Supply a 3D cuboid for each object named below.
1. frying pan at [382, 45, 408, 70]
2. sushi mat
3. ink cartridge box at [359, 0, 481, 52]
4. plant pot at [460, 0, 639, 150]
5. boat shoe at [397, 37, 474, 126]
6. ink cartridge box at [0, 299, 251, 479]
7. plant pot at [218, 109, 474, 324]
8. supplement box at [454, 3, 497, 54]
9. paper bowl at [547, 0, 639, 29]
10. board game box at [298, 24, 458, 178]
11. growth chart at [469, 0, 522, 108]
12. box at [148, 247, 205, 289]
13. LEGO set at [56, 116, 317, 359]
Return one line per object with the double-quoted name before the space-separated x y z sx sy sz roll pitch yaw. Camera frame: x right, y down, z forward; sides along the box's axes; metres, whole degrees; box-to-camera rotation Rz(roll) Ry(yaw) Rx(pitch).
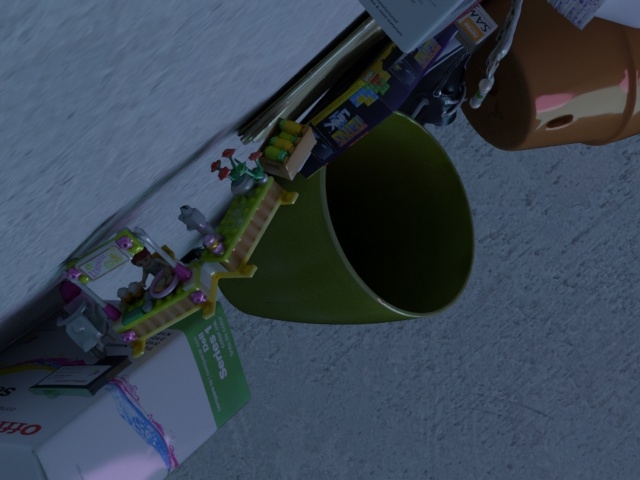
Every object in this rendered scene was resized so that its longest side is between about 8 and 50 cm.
"frying pan" 0.188 -0.283 1.292 0.326 0.053 0.197 -50 177 -16
"sushi mat" 0.052 -0.200 1.367 0.316 0.019 0.151 -41 177 13
"ink cartridge box" 0.121 -0.234 1.087 0.175 0.072 0.127 -42 177 36
"plant pot" 0.315 -0.251 2.043 0.204 0.290 0.291 -23 171 -23
"boat shoe" 0.155 -0.207 2.011 0.108 0.102 0.301 -39 178 -42
"ink cartridge box" -0.231 0.166 1.364 0.201 0.117 0.278 -1 -156 35
"plant pot" 0.000 0.000 1.906 0.294 0.274 0.275 -21 -167 42
"supplement box" 0.179 -0.265 1.773 0.036 0.062 0.098 -40 179 1
"paper bowl" 0.382 -0.357 1.668 0.284 0.148 0.284 -49 178 -2
"board game box" 0.049 -0.150 1.452 0.141 0.048 0.170 -34 -167 44
"growth chart" 0.232 -0.273 1.808 0.172 0.021 0.237 99 11 -82
"box" -0.213 0.065 2.053 0.137 0.027 0.094 -41 177 5
"LEGO set" -0.125 -0.012 1.280 0.287 0.107 0.132 -42 -149 5
